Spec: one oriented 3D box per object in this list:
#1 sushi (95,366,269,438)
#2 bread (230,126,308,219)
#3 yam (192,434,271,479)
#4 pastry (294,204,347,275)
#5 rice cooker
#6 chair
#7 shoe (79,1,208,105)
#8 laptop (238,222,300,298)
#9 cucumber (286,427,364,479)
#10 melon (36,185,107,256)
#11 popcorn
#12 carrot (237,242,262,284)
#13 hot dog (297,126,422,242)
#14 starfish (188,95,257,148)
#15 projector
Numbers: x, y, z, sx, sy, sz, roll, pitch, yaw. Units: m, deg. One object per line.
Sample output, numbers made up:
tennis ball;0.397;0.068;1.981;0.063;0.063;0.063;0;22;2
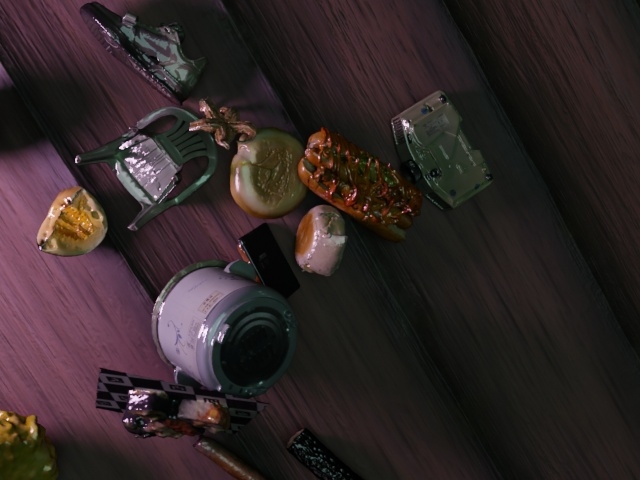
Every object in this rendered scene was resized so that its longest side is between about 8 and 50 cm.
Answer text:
sushi;-0.312;0.378;1.447;0.339;0.320;0.069;15;60;-14
bread;-0.118;-0.155;1.593;0.213;0.104;0.214;0;90;-24
yam;-0.185;0.539;1.613;0.264;0.046;0.046;39;82;-12
pastry;0.000;0.000;1.601;0.088;0.166;0.166;13;87;-20
rice cooker;-0.210;0.190;1.486;0.264;0.316;0.317;28;83;-41
chair;-0.353;-0.173;1.501;0.190;0.275;0.203;-36;100;14
shoe;-0.379;-0.447;1.537;0.293;0.109;0.149;43;77;-13
laptop;-0.116;0.055;1.599;0.016;0.129;0.180;-23;98;32
cucumber;0.041;0.559;1.652;0.300;0.072;0.072;43;81;-9
melon;-0.542;-0.032;1.518;0.128;0.079;0.160;36;82;-29
popcorn;-0.676;0.478;1.444;0.233;0.192;0.266;-4;116;-28
carrot;-0.150;0.071;1.626;0.035;0.035;0.165;-28;99;-11
hot dog;0.105;-0.127;1.601;0.348;0.117;0.158;33;75;-28
starfish;-0.217;-0.260;1.524;0.150;0.210;0.053;-5;127;-5
projector;0.292;-0.214;1.698;0.193;0.088;0.270;-33;97;-14
